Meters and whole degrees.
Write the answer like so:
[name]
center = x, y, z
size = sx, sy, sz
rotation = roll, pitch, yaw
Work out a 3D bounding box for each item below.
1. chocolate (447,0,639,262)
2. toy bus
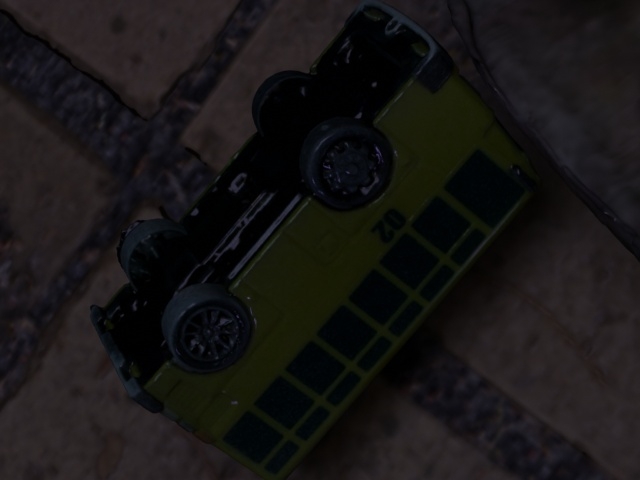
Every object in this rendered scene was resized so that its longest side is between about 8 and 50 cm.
[chocolate]
center = 0.174, -0.056, 0.575
size = 0.185, 0.100, 0.303
rotation = -38, 51, 11
[toy bus]
center = 0.000, 0.000, 0.648
size = 0.175, 0.101, 0.088
rotation = -49, 28, 4
